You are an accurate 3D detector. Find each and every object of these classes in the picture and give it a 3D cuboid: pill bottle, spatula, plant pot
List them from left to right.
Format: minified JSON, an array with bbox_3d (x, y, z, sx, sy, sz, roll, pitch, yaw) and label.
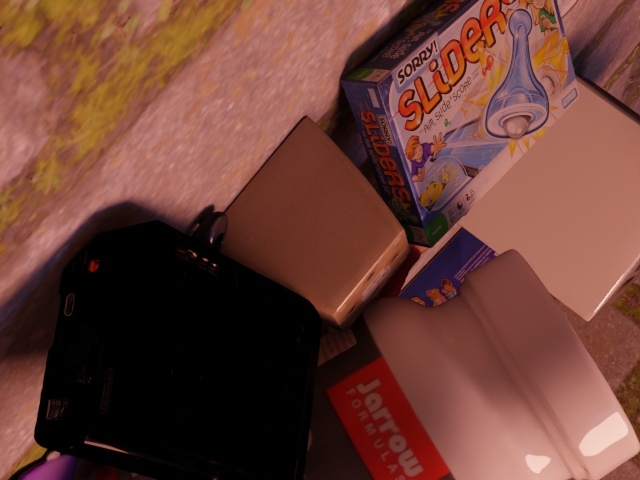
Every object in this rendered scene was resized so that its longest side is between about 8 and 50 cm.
[{"bbox_3d":[-0.136,0.105,0.889,0.296,0.030,0.084,-56,167,14],"label":"spatula"},{"bbox_3d":[0.000,0.000,0.924,0.109,0.096,0.109,-51,165,-6],"label":"plant pot"},{"bbox_3d":[0.028,0.170,0.989,0.363,0.210,0.210,-32,167,3],"label":"pill bottle"}]

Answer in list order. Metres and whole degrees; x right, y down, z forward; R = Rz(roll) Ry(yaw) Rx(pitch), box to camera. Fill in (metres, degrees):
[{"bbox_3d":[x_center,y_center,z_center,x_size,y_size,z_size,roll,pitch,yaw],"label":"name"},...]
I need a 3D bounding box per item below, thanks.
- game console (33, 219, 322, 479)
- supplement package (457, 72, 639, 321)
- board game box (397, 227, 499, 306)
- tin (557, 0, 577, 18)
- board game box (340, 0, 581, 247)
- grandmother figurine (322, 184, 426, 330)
[{"bbox_3d":[-0.083,0.181,0.760,0.213,0.044,0.361,30,62,-54],"label":"game console"},{"bbox_3d":[0.294,-0.055,1.521,0.199,0.198,0.262,-55,166,13],"label":"supplement package"},{"bbox_3d":[0.092,0.153,1.644,0.347,0.078,0.233,-44,164,-31],"label":"board game box"},{"bbox_3d":[0.191,-0.223,1.110,0.106,0.040,0.189,-52,167,20],"label":"tin"},{"bbox_3d":[0.106,-0.108,0.978,0.201,0.035,0.136,-44,128,-31],"label":"board game box"},{"bbox_3d":[0.059,-0.003,1.113,0.342,0.104,0.208,-55,158,0],"label":"grandmother figurine"}]
